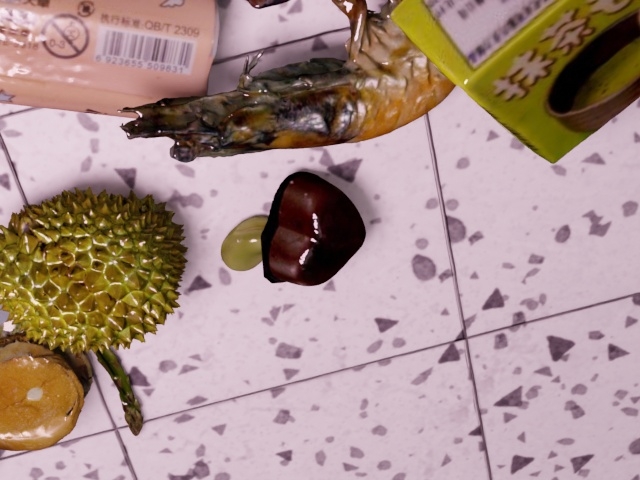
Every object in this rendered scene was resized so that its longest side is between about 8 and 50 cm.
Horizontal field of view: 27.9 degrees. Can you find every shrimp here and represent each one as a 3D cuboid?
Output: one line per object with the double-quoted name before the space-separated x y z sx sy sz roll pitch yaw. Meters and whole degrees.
"shrimp" -0.016 -0.209 1.415 0.445 0.085 0.272 -20 128 -18

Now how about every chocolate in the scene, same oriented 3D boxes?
"chocolate" 0.278 -0.246 1.412 0.301 0.137 0.289 -40 146 16
"chocolate" 0.000 0.000 1.588 0.125 0.080 0.148 12 101 -37

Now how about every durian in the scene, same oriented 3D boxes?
"durian" -0.280 0.036 1.532 0.237 0.176 0.200 -5 96 4

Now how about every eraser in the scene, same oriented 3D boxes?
"eraser" -0.266 -0.217 1.421 0.291 0.087 0.171 6 120 -15

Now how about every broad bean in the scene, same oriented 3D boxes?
"broad bean" -0.091 0.006 1.623 0.063 0.045 0.083 25 123 -38

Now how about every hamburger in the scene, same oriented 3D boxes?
"hamburger" -0.385 0.174 1.644 0.185 0.113 0.177 22 122 -14

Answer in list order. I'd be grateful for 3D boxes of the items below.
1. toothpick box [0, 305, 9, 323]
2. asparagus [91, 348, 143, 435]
"toothpick box" -0.420 0.062 1.591 0.052 0.052 0.083 -36 123 13
"asparagus" -0.277 0.175 1.706 0.034 0.027 0.236 -17 125 7
